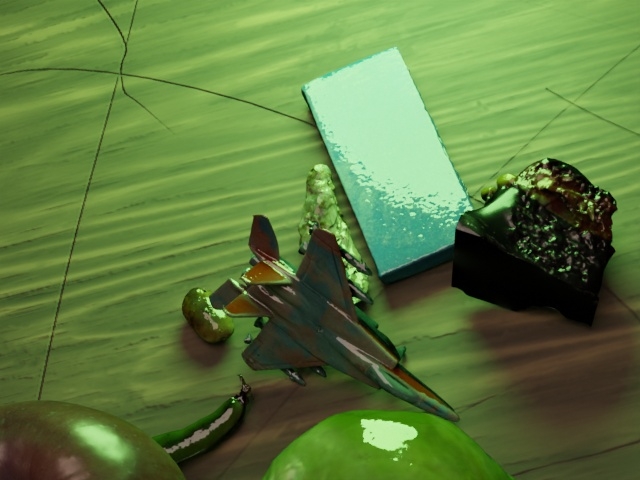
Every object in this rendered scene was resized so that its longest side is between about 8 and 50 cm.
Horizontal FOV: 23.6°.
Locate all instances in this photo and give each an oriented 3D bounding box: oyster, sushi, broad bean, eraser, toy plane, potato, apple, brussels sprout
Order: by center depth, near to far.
[{"bbox_3d":[0.067,0.332,1.587,0.328,0.247,0.328,-17,66,42],"label":"brussels sprout"},{"bbox_3d":[-0.292,0.317,1.690,0.306,0.235,0.305,-5,65,12],"label":"apple"},{"bbox_3d":[0.261,-0.012,1.788,0.172,0.153,0.150,18,64,12],"label":"sushi"},{"bbox_3d":[0.028,0.110,1.794,0.326,0.223,0.104,31,31,1],"label":"toy plane"},{"bbox_3d":[-0.179,0.236,1.822,0.227,0.039,0.069,-26,65,-2],"label":"broad bean"},{"bbox_3d":[-0.139,0.091,1.889,0.051,0.040,0.083,-40,59,-4],"label":"potato"},{"bbox_3d":[0.001,0.003,1.892,0.106,0.061,0.200,-27,59,-1],"label":"oyster"},{"bbox_3d":[0.089,-0.098,1.937,0.144,0.042,0.311,-23,59,1],"label":"eraser"}]
